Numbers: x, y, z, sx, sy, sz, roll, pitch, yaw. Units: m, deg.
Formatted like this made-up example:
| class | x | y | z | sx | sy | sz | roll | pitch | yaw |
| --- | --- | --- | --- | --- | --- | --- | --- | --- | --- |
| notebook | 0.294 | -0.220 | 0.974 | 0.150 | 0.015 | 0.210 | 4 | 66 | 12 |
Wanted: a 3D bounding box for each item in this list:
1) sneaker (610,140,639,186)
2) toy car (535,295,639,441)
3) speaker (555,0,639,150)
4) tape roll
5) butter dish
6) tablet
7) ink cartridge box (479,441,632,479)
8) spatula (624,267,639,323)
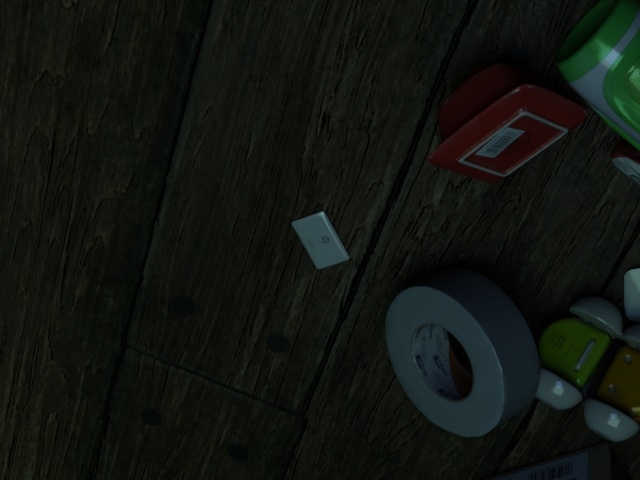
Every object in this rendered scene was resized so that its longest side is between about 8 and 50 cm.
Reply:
| class | x | y | z | sx | sy | sz | roll | pitch | yaw |
| --- | --- | --- | --- | --- | --- | --- | --- | --- | --- |
| sneaker | 0.433 | -0.031 | 1.317 | 0.225 | 0.088 | 0.093 | 43 | 124 | -12 |
| toy car | 0.379 | 0.175 | 1.440 | 0.182 | 0.159 | 0.136 | 29 | 172 | 21 |
| speaker | 0.415 | -0.151 | 1.224 | 0.296 | 0.131 | 0.131 | 37 | 124 | -9 |
| tape roll | 0.186 | 0.151 | 1.442 | 0.219 | 0.072 | 0.219 | 31 | 133 | 41 |
| butter dish | 0.210 | -0.159 | 1.290 | 0.160 | 0.118 | 0.160 | -37 | 150 | 32 |
| tablet | 0.000 | 0.000 | 1.507 | 0.054 | 0.006 | 0.083 | -19 | 115 | 25 |
| ink cartridge box | 0.330 | 0.416 | 1.562 | 0.235 | 0.193 | 0.088 | -25 | 112 | 27 |
| spatula | 0.503 | 0.134 | 1.446 | 0.168 | 0.019 | 0.242 | -8 | 120 | 14 |
